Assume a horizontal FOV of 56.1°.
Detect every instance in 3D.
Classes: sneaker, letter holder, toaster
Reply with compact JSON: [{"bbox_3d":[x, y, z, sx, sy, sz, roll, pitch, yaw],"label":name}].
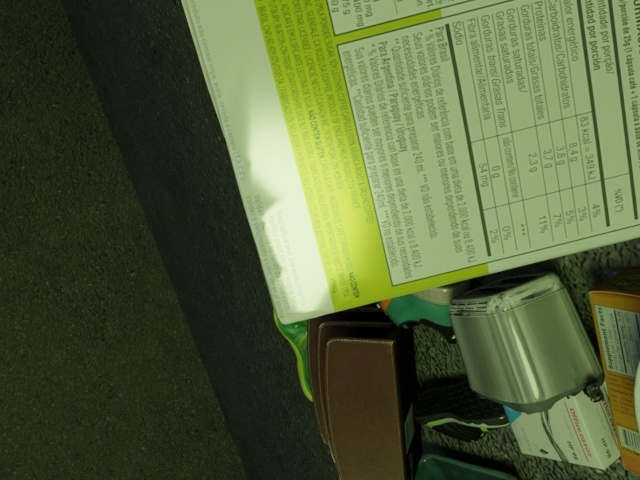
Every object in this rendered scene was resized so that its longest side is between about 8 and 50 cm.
[{"bbox_3d":[-0.013,0.231,1.405,0.123,0.109,0.295,-26,85,40],"label":"sneaker"},{"bbox_3d":[0.125,0.084,1.018,0.302,0.108,0.121,23,125,52],"label":"sneaker"},{"bbox_3d":[0.059,0.286,1.095,0.214,0.152,0.301,-1,105,20],"label":"letter holder"},{"bbox_3d":[0.255,0.288,1.003,0.097,0.084,0.235,38,153,-14],"label":"sneaker"},{"bbox_3d":[0.255,0.126,0.770,0.227,0.129,0.146,144,105,-80],"label":"toaster"}]

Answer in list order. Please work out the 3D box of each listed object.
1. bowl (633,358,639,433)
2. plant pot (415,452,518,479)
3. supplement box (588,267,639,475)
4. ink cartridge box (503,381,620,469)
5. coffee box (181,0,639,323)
[{"bbox_3d":[0.433,0.146,0.460,0.311,0.163,0.311,39,141,41],"label":"bowl"},{"bbox_3d":[0.250,0.560,1.022,0.252,0.247,0.248,53,154,-9],"label":"plant pot"},{"bbox_3d":[0.371,0.151,0.667,0.080,0.078,0.233,11,119,61],"label":"supplement box"},{"bbox_3d":[0.336,0.239,0.810,0.180,0.060,0.104,-22,90,62],"label":"ink cartridge box"},{"bbox_3d":[0.082,-0.169,0.550,0.337,0.334,0.338,-99,-6,-76],"label":"coffee box"}]
